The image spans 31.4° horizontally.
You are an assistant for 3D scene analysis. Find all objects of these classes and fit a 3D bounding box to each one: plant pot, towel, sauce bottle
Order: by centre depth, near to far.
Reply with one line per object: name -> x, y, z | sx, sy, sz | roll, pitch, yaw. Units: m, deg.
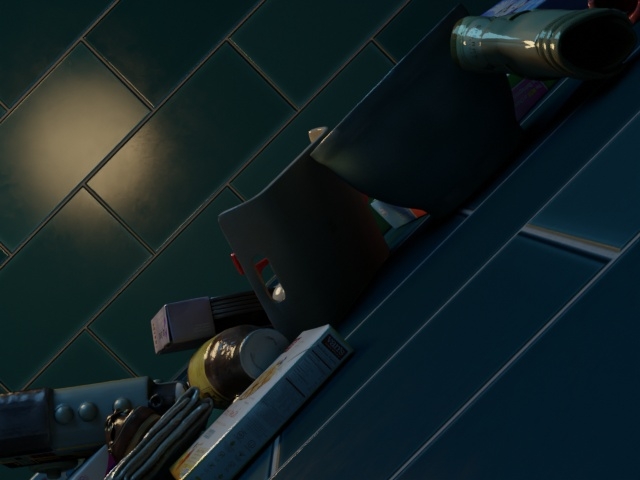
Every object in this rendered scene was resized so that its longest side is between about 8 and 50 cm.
towel -> -0.229, 0.316, 1.479 | 0.187, 0.049, 0.282 | -45, -10, -37
plant pot -> 0.155, -0.154, 1.575 | 0.293, 0.196, 0.293 | -45, 2, 2
sauce bottle -> -0.113, 0.175, 1.582 | 0.111, 0.111, 0.344 | -46, 2, -17

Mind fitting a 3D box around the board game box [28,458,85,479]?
board game box -> -0.386, 0.398, 1.953 | 0.275, 0.144, 0.142 | -44, 2, 13

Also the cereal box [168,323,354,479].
cereal box -> -0.073, 0.199, 1.321 | 0.240, 0.047, 0.173 | -46, 3, -13

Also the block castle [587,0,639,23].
block castle -> 0.379, -0.548, 1.547 | 0.213, 0.453, 0.303 | -38, -2, -44

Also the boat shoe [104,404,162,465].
boat shoe -> -0.256, 0.259, 1.508 | 0.073, 0.073, 0.207 | -47, -8, -26

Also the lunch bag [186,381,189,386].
lunch bag -> -0.271, 0.321, 2.315 | 0.083, 0.053, 0.071 | -36, 3, -16

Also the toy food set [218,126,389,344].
toy food set -> -0.020, -0.012, 1.654 | 0.092, 0.220, 0.306 | -17, 19, 32

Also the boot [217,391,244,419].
boot -> -0.130, 0.251, 1.427 | 0.099, 0.045, 0.121 | -45, -5, -42

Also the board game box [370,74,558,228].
board game box -> 0.235, -0.163, 1.875 | 0.316, 0.064, 0.242 | -46, 3, -11

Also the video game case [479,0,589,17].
video game case -> 0.317, -0.365, 2.009 | 0.269, 0.061, 0.244 | -35, 14, 1

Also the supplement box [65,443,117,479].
supplement box -> -0.352, 0.413, 1.617 | 0.114, 0.111, 0.220 | -42, 5, 39

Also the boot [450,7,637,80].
boot -> 0.322, -0.246, 1.421 | 0.262, 0.095, 0.203 | -4, 10, -34

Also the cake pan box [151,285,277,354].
cake pan box -> -0.140, 0.126, 1.832 | 0.245, 0.070, 0.267 | -11, -7, -14

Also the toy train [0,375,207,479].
toy train -> -0.343, 0.281, 1.745 | 0.334, 0.142, 0.190 | -7, -19, 2

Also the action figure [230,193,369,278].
action figure -> 0.000, 0.000, 1.879 | 0.280, 0.139, 0.091 | -37, 42, -15

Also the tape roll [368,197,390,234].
tape roll -> 0.071, -0.031, 2.205 | 0.321, 0.077, 0.321 | -45, 4, 4
